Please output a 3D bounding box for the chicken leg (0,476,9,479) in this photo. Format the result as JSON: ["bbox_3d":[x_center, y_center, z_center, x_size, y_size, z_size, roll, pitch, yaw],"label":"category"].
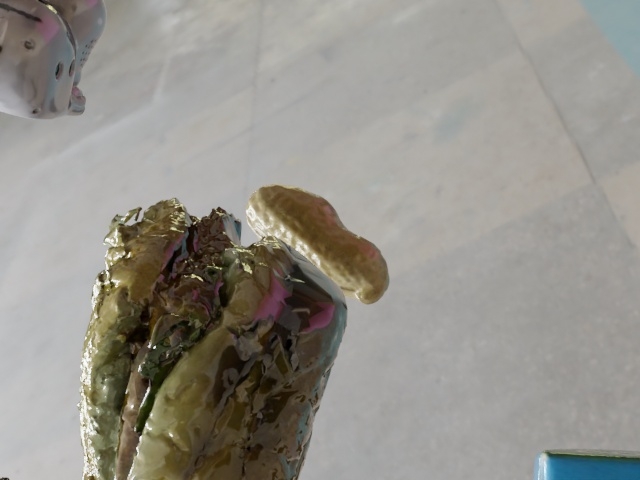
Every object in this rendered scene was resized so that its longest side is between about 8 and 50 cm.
[{"bbox_3d":[-0.301,0.197,0.918,0.053,0.093,0.205,-15,-19,-46],"label":"chicken leg"}]

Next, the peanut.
[{"bbox_3d":[0.000,0.000,1.278,0.080,0.174,0.080,-51,-6,-8],"label":"peanut"}]

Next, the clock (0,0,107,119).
[{"bbox_3d":[-0.219,-0.160,0.940,0.080,0.117,0.176,16,11,5],"label":"clock"}]

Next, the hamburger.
[{"bbox_3d":[-0.052,0.086,0.613,0.130,0.206,0.183,1,11,2],"label":"hamburger"}]

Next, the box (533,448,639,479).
[{"bbox_3d":[0.167,0.110,0.401,0.194,0.073,0.139,2,-11,9],"label":"box"}]
